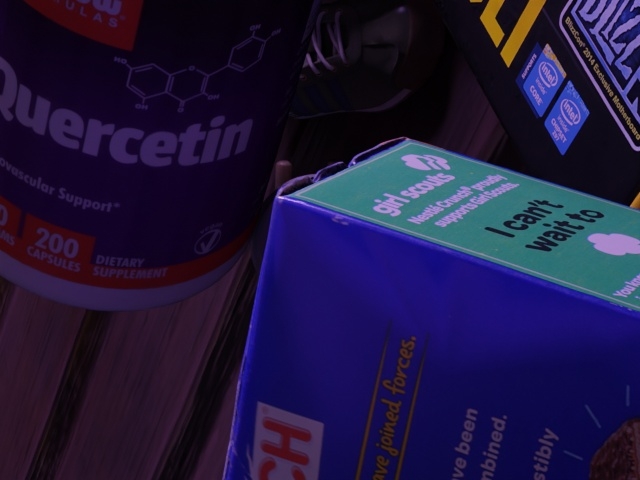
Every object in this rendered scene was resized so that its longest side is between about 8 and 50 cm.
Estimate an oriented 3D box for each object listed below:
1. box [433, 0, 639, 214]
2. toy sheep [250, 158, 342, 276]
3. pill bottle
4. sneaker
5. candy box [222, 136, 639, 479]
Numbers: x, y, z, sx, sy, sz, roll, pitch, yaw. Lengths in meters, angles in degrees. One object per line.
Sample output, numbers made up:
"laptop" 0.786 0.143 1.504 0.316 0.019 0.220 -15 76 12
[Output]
"box" 0.131 -0.184 0.809 0.322 0.079 0.257 66 145 34
"toy sheep" 0.000 0.000 1.107 0.132 0.091 0.091 -141 54 -71
"pill bottle" -0.092 -0.127 0.985 0.323 0.181 0.181 108 146 -43
"sneaker" -0.012 -0.104 1.118 0.192 0.086 0.064 -13 80 59
"candy box" 0.119 0.136 0.727 0.317 0.122 0.268 19 110 23
